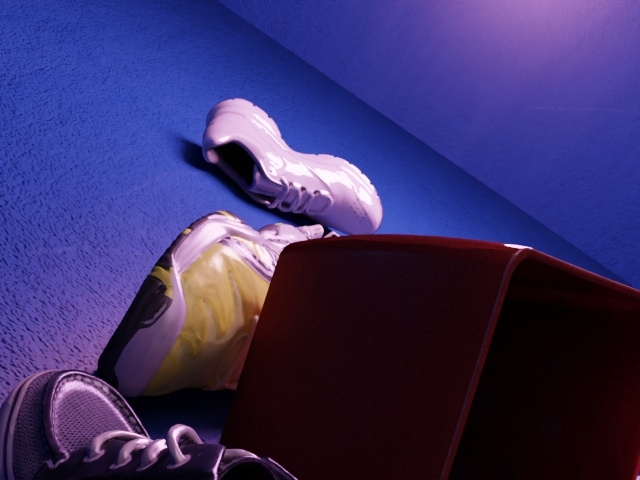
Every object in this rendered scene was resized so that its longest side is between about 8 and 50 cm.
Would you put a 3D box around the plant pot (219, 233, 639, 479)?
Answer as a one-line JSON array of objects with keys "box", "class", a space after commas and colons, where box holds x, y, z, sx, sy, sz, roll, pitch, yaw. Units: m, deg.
[{"box": [0.081, 0.129, 0.761, 0.235, 0.267, 0.267, 17, 1, 43], "class": "plant pot"}]

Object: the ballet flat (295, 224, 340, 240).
[{"box": [0.000, 0.000, 1.359, 0.114, 0.041, 0.041, 26, 18, -27], "class": "ballet flat"}]

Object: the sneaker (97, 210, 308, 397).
[{"box": [-0.049, 0.068, 0.879, 0.147, 0.145, 0.384, 38, 18, 13], "class": "sneaker"}]

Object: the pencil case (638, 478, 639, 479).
[{"box": [0.263, 0.297, 0.615, 0.167, 0.160, 0.386, 50, 33, -14], "class": "pencil case"}]

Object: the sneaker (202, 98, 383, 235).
[{"box": [-0.048, -0.081, 1.434, 0.297, 0.111, 0.129, 29, 32, -6], "class": "sneaker"}]

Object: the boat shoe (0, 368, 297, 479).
[{"box": [-0.084, 0.147, 0.547, 0.127, 0.158, 0.340, 22, 21, -38], "class": "boat shoe"}]

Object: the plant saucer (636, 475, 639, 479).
[{"box": [0.455, 0.353, 1.249, 0.195, 0.037, 0.195, 32, 16, -11], "class": "plant saucer"}]
